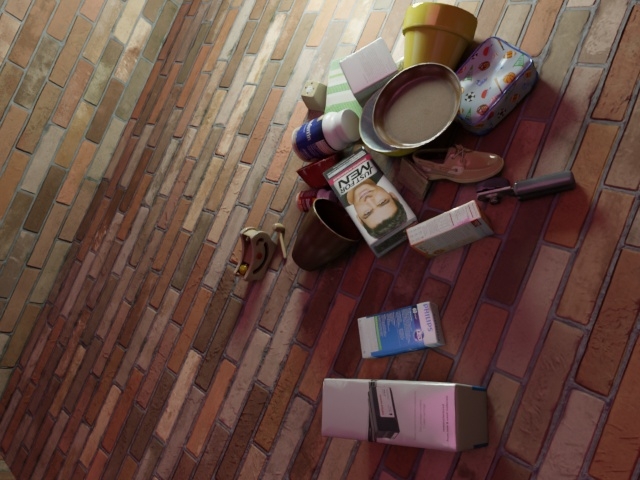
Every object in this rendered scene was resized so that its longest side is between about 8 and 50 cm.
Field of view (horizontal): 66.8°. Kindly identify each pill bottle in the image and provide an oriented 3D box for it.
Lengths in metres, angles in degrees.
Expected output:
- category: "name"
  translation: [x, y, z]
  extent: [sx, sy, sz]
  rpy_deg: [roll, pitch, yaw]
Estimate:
- category: "pill bottle"
  translation: [0.024, -0.413, 1.906]
  extent: [0.264, 0.153, 0.153]
  rpy_deg: [-13, 66, 42]
- category: "pill bottle"
  translation: [-0.015, -0.158, 1.910]
  extent: [0.151, 0.086, 0.086]
  rpy_deg: [-3, 71, 34]

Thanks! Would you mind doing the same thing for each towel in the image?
- category: "towel"
  translation: [0.322, -0.215, 1.694]
  extent: [0.027, 0.110, 0.148]
  rpy_deg: [-22, 54, -20]
- category: "towel"
  translation: [0.121, -0.593, 1.965]
  extent: [0.247, 0.038, 0.325]
  rpy_deg: [2, 84, 40]

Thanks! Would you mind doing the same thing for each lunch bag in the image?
- category: "lunch bag"
  translation: [0.558, -0.525, 1.635]
  extent: [0.303, 0.115, 0.243]
  rpy_deg: [-47, 51, 12]

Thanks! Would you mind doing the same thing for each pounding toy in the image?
- category: "pounding toy"
  translation: [-0.239, 0.042, 1.949]
  extent: [0.154, 0.154, 0.270]
  rpy_deg: [21, 86, 38]

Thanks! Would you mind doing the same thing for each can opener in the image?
- category: "can opener"
  translation: [0.618, -0.176, 1.488]
  extent: [0.283, 0.076, 0.095]
  rpy_deg: [-12, 67, 30]

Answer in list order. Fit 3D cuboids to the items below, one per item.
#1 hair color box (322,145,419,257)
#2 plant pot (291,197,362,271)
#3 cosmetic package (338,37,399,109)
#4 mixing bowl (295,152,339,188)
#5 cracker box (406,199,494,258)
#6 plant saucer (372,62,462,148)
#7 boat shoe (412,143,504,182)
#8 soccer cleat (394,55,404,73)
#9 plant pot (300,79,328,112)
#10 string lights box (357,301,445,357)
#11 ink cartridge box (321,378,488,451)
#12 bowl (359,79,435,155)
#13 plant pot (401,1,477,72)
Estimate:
- category: "hair color box"
  translation: [0.178, -0.143, 1.733]
  extent: [0.185, 0.113, 0.375]
  rpy_deg: [-34, 57, 5]
- category: "plant pot"
  translation: [0.000, 0.000, 1.789]
  extent: [0.230, 0.215, 0.215]
  rpy_deg: [-50, 52, 28]
- category: "cosmetic package"
  translation: [0.191, -0.615, 1.804]
  extent: [0.183, 0.151, 0.152]
  rpy_deg: [-25, 77, 14]
- category: "mixing bowl"
  translation: [0.004, -0.265, 1.905]
  extent: [0.181, 0.181, 0.098]
  rpy_deg: [-17, 104, 29]
- category: "cracker box"
  translation: [0.408, -0.029, 1.528]
  extent: [0.232, 0.155, 0.067]
  rpy_deg: [-24, 61, 25]
- category: "plant saucer"
  translation: [0.321, -0.437, 1.607]
  extent: [0.310, 0.050, 0.311]
  rpy_deg: [-13, 66, 31]
- category: "boat shoe"
  translation: [0.446, -0.261, 1.605]
  extent: [0.302, 0.098, 0.109]
  rpy_deg: [7, 53, 39]
- category: "soccer cleat"
  translation: [0.288, -0.629, 1.890]
  extent: [0.196, 0.068, 0.076]
  rpy_deg: [-45, 59, 22]
- category: "plant pot"
  translation: [-0.020, -0.626, 2.076]
  extent: [0.109, 0.096, 0.109]
  rpy_deg: [22, 86, 38]
- category: "string lights box"
  translation: [0.256, 0.294, 1.566]
  extent: [0.259, 0.076, 0.134]
  rpy_deg: [-19, 64, 28]
- category: "ink cartridge box"
  translation: [0.239, 0.485, 1.377]
  extent: [0.394, 0.285, 0.167]
  rpy_deg: [-8, 70, 33]
- category: "bowl"
  translation: [0.300, -0.416, 1.742]
  extent: [0.289, 0.156, 0.290]
  rpy_deg: [-12, 67, 31]
- category: "plant pot"
  translation: [0.401, -0.677, 1.726]
  extent: [0.253, 0.254, 0.239]
  rpy_deg: [19, 99, 38]
